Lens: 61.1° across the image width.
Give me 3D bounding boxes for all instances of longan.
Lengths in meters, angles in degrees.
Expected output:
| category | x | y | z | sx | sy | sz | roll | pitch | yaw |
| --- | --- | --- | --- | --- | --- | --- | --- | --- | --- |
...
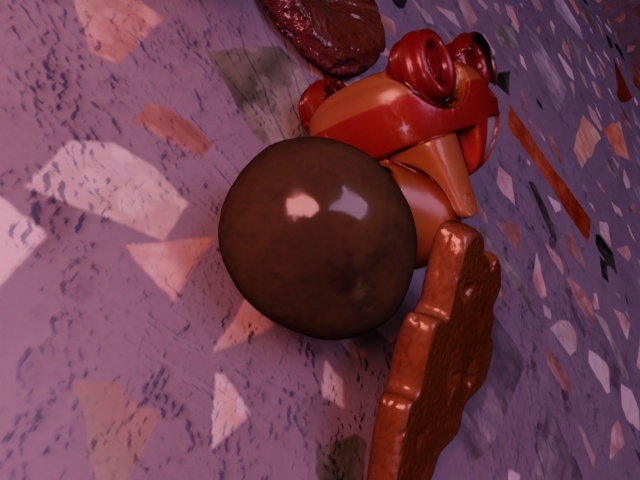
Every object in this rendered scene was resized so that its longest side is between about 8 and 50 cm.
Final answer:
| category | x | y | z | sx | sy | sz | roll | pitch | yaw |
| --- | --- | --- | --- | --- | --- | --- | --- | --- | --- |
| longan | 0.000 | 0.000 | 0.479 | 0.187 | 0.168 | 0.167 | 60 | 40 | -11 |

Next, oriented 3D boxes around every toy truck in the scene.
| category | x | y | z | sx | sy | sz | roll | pitch | yaw |
| --- | --- | --- | --- | --- | --- | --- | --- | --- | --- |
| toy truck | 0.110 | -0.101 | 0.640 | 0.265 | 0.189 | 0.239 | -26 | 99 | -49 |

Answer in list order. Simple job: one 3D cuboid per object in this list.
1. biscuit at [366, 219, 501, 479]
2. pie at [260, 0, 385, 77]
| category | x | y | z | sx | sy | sz | roll | pitch | yaw |
| --- | --- | --- | --- | --- | --- | --- | --- | --- | --- |
| biscuit | 0.115 | 0.134 | 0.552 | 0.306 | 0.043 | 0.283 | -55 | 144 | -31 |
| pie | 0.008 | -0.319 | 0.738 | 0.219 | 0.054 | 0.204 | -29 | 91 | -50 |
